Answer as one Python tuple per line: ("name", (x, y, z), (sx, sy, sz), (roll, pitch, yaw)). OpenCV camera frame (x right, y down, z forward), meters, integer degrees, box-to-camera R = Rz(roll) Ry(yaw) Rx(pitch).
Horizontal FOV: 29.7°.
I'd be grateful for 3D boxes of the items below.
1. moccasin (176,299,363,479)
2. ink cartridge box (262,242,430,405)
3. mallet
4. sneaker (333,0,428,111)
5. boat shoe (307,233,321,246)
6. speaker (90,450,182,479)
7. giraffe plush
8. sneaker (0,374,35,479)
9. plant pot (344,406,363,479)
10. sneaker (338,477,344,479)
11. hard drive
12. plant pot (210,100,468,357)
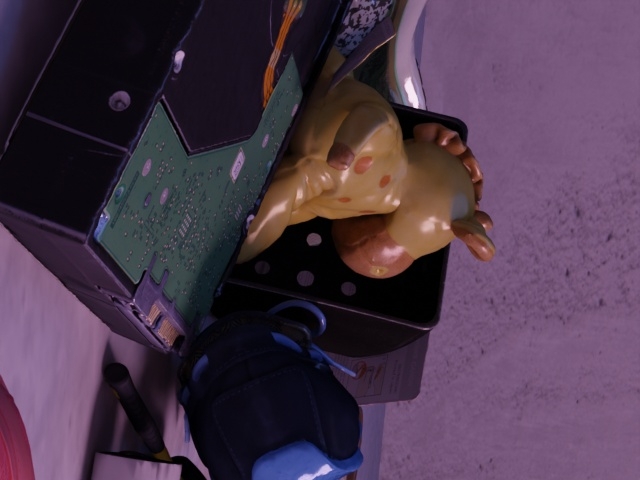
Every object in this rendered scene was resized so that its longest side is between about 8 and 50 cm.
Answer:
("moccasin", (-0.032, 0.097, 0.829), (0.342, 0.137, 0.117), (150, -81, -78))
("ink cartridge box", (0.026, 0.083, 1.103), (0.056, 0.224, 0.181), (38, 53, -40))
("mallet", (-0.102, 0.145, 0.799), (0.039, 0.062, 0.190), (-34, 149, -15))
("sneaker", (-0.006, -0.150, 1.091), (0.182, 0.158, 0.410), (-38, 147, -32))
("boat shoe", (0.010, -0.002, 1.333), (0.079, 0.084, 0.233), (50, 45, -78))
("speaker", (-0.121, 0.197, 0.730), (0.055, 0.055, 0.136), (56, 42, -77))
("giraffe plush", (0.031, -0.045, 0.847), (0.170, 0.210, 0.181), (33, 46, -32))
("sneaker", (-0.146, 0.062, 0.357), (0.314, 0.116, 0.136), (98, -5, -48))
("plant pot", (-0.018, 0.224, 1.262), (0.237, 0.110, 0.237), (8, 90, -83))
("sneaker", (-0.033, 0.319, 1.129), (0.131, 0.148, 0.350), (-102, -178, -51))
("hard drive", (-0.051, -0.120, 0.665), (0.237, 0.064, 0.339), (72, 39, -71))
("plant pot", (0.000, 0.000, 0.989), (0.167, 0.187, 0.188), (109, -6, -62))
